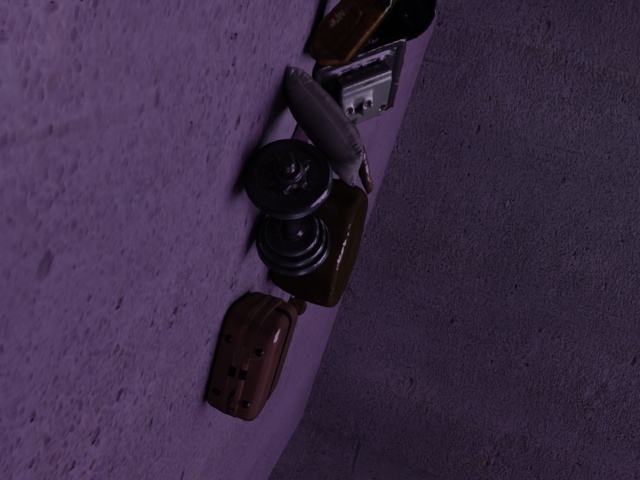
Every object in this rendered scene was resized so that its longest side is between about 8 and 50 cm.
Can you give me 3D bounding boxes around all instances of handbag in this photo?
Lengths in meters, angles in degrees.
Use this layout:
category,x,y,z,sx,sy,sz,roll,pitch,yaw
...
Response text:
category,x,y,z,sx,sy,sz,roll,pitch,yaw
handbag,-0.161,0.276,1.618,0.283,0.149,0.302,-51,157,-68

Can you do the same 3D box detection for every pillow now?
category,x,y,z,sx,sy,sz,roll,pitch,yaw
pillow,0.009,-0.230,1.286,0.078,0.254,0.144,-30,162,-16

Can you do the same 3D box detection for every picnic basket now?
category,x,y,z,sx,sy,sz,roll,pitch,yaw
picnic basket,-0.078,0.232,2.223,0.083,0.072,0.072,64,47,-76

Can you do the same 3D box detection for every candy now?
category,x,y,z,sx,sy,sz,roll,pitch,yaw
candy,0.085,-0.474,1.324,0.271,0.101,0.143,-44,179,22

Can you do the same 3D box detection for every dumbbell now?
category,x,y,z,sx,sy,sz,roll,pitch,yaw
dumbbell,-0.063,-0.060,1.353,0.406,0.179,0.179,90,23,-64

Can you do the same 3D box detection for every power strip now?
category,x,y,z,sx,sy,sz,roll,pitch,yaw
power strip,0.101,-0.365,1.571,0.256,0.092,0.251,-24,147,-15

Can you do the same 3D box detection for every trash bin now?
category,x,y,z,sx,sy,sz,roll,pitch,yaw
trash bin,0.214,-0.652,1.554,0.277,0.217,0.263,-40,-162,50

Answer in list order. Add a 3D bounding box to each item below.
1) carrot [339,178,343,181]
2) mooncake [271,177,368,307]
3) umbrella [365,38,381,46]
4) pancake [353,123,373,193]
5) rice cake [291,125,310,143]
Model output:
category,x,y,z,sx,sy,sz,roll,pitch,yaw
carrot,0.080,-0.201,2.300,0.042,0.042,0.171,-46,152,-68
mooncake,0.000,0.000,1.825,0.378,0.200,0.379,16,90,-81
umbrella,0.145,-0.575,1.813,0.236,0.059,0.066,-56,146,-61
pancake,0.107,-0.280,1.819,0.288,0.033,0.286,-97,174,-65
rice cake,-0.041,-0.241,1.494,0.036,0.047,0.207,74,38,-85
